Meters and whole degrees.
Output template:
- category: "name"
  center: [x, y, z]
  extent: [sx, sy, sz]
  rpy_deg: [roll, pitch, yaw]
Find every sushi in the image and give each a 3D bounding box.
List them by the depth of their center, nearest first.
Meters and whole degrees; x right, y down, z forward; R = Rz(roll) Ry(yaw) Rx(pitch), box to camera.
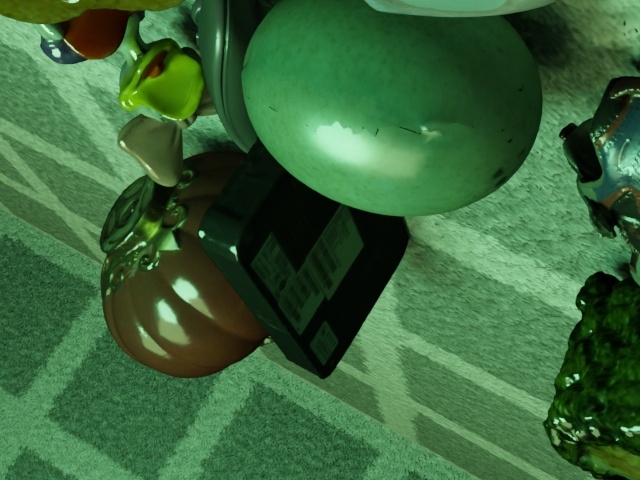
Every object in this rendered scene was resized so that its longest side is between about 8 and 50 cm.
- category: "sushi"
  center: [0.389, 0.157, 0.745]
  extent: [0.294, 0.178, 0.352]
  rpy_deg: [38, 160, -26]

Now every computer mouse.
- category: "computer mouse"
  center: [-0.078, -0.166, 0.799]
  extent: [0.057, 0.120, 0.232]
  rpy_deg: [-7, 159, 1]

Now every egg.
- category: "egg"
  center: [0.044, -0.106, 0.634]
  extent: [0.236, 0.169, 0.169]
  rpy_deg: [18, 158, 34]

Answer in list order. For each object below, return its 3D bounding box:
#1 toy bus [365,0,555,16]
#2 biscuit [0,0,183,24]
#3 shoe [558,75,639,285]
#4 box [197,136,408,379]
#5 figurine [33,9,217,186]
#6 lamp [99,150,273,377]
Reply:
- category: "toy bus"
  center: [0.019, -0.197, 0.364]
  extent: [0.294, 0.197, 0.232]
  rpy_deg: [12, 168, 19]
- category: "biscuit"
  center: [-0.191, -0.270, 0.533]
  extent: [0.381, 0.074, 0.359]
  rpy_deg: [-13, 149, 23]
- category: "shoe"
  center: [0.223, -0.035, 0.625]
  extent: [0.125, 0.099, 0.227]
  rpy_deg: [17, 154, 20]
- category: "box"
  center: [0.000, 0.000, 0.943]
  extent: [0.058, 0.211, 0.350]
  rpy_deg: [26, 163, 27]
- category: "figurine"
  center: [-0.226, -0.223, 0.827]
  extent: [0.421, 0.154, 0.193]
  rpy_deg: [45, 164, -31]
- category: "lamp"
  center: [-0.148, 0.029, 1.138]
  extent: [0.257, 0.303, 0.303]
  rpy_deg: [37, 163, -29]
